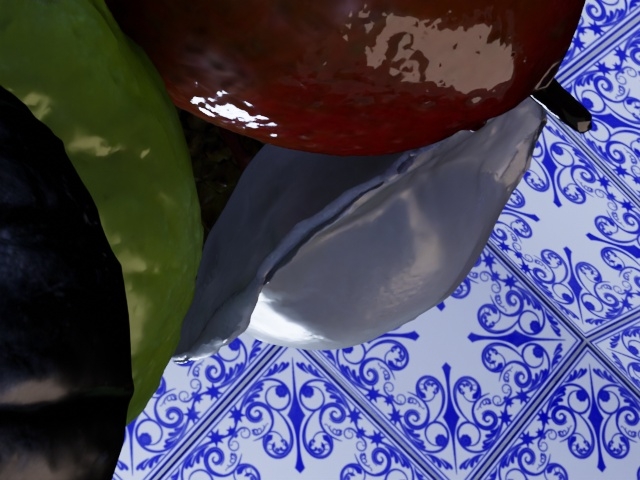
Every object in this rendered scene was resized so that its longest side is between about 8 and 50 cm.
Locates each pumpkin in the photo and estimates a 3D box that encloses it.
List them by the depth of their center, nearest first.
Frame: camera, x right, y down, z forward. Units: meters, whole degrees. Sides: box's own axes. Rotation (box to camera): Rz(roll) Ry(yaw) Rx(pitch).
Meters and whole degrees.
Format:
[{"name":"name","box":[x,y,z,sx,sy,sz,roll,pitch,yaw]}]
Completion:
[{"name":"pumpkin","box":[-0.225,0.055,0.701,0.296,0.296,0.296,-45,-177,3]}]

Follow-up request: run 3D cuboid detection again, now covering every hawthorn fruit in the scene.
[{"name":"hawthorn fruit","box":[0.035,-0.166,1.099,0.285,0.369,0.284,-39,-149,29]}]

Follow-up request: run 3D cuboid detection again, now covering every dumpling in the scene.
[{"name":"dumpling","box":[-0.003,0.001,1.316,0.341,0.181,0.260,-4,-162,40]}]

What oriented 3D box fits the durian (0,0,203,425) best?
[{"name":"durian","box":[-0.183,-0.013,1.013,0.256,0.339,0.204,-8,-142,38]}]

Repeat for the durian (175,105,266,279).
[{"name":"durian","box":[-0.072,-0.109,1.585,0.384,0.347,0.347,-16,-174,5]}]
